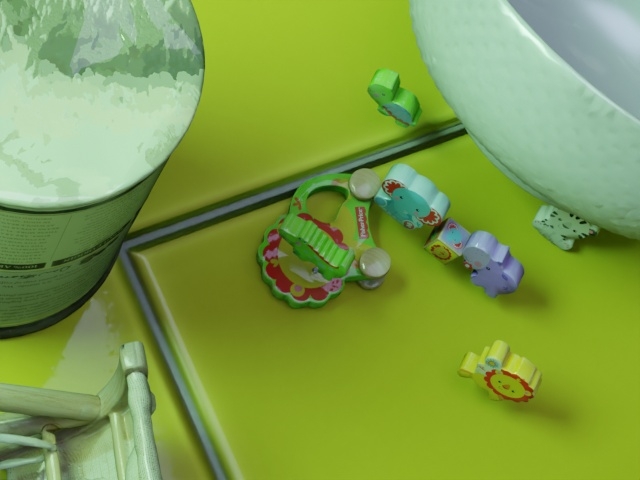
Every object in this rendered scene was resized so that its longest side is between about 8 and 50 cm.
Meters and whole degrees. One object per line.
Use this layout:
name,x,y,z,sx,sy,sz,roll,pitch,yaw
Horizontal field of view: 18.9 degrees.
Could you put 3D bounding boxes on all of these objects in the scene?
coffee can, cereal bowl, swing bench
coffee can,-0.200,-0.069,1.240,0.201,0.275,0.202,5,70,-15
cereal bowl,0.201,-0.120,1.415,0.339,0.141,0.339,25,34,-18
swing bench,-0.220,0.212,1.180,0.254,0.165,0.253,0,60,-20

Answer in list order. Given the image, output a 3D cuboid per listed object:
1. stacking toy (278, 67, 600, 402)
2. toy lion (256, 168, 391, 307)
stacking toy,0.095,-0.007,1.399,0.221,0.052,0.167,37,57,-12
toy lion,0.000,0.000,1.412,0.096,0.034,0.100,-3,72,-9
